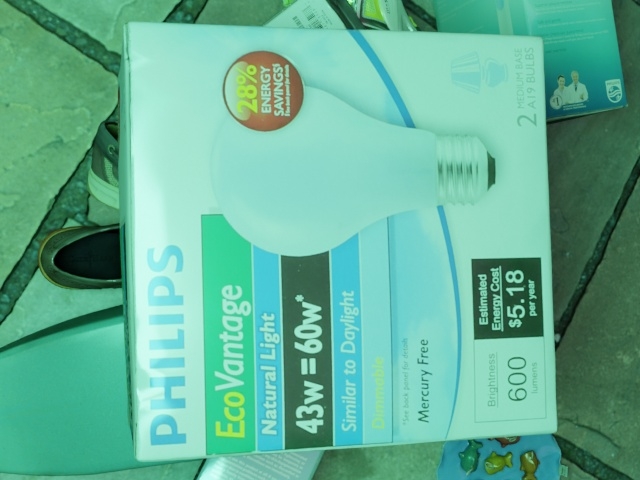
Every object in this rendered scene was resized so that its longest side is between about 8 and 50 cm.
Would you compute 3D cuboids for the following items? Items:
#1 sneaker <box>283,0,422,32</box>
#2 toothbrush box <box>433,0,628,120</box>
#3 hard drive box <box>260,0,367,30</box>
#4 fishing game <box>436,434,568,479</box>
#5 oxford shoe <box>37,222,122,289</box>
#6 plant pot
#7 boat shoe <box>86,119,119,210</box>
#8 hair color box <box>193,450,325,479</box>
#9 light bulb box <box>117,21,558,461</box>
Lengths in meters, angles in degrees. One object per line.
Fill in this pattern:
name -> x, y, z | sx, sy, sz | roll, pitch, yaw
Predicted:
sneaker -> 0.020, -0.265, 1.115 | 0.147, 0.145, 0.384 | -37, 100, -16
toothbrush box -> 0.246, -0.288, 1.154 | 0.126, 0.216, 0.295 | -12, 92, -19
hard drive box -> -0.035, -0.157, 1.060 | 0.232, 0.089, 0.181 | -32, 103, 21
fishing game -> 0.249, 0.313, 1.245 | 0.189, 0.041, 0.264 | -6, 92, -16
oxford shoe -> -0.183, 0.016, 1.066 | 0.271, 0.098, 0.096 | -9, 93, -19
plant pot -> -0.257, 0.162, 1.008 | 0.234, 0.165, 0.165 | -10, 93, -6
boat shoe -> -0.133, -0.060, 1.016 | 0.285, 0.092, 0.103 | 20, 38, 18
hair color box -> -0.054, 0.213, 1.037 | 0.114, 0.185, 0.374 | 27, 75, -1
light bulb box -> 0.000, 0.000, 0.855 | 0.361, 0.225, 0.357 | -2, 88, -13
